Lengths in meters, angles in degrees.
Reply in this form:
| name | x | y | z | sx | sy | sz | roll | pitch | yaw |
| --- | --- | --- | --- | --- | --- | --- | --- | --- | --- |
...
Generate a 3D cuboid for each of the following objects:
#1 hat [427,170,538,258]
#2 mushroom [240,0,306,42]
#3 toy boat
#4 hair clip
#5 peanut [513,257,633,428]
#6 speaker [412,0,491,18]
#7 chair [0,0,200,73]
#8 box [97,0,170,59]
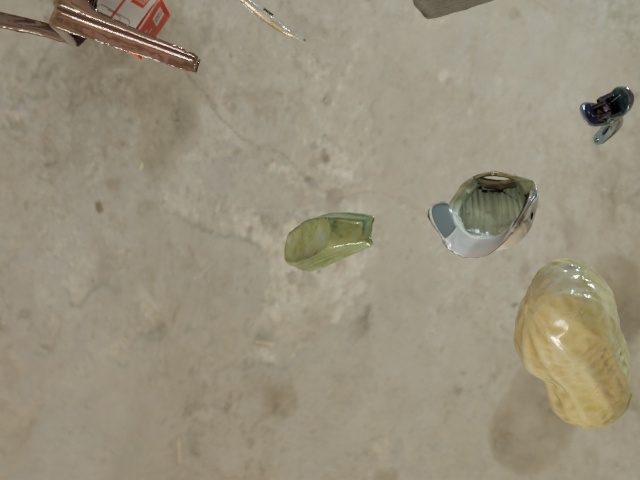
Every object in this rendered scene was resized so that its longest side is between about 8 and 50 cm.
| name | x | y | z | sx | sy | sz | roll | pitch | yaw |
| --- | --- | --- | --- | --- | --- | --- | --- | --- | --- |
| hat | 0.369 | -0.038 | 1.655 | 0.161 | 0.232 | 0.275 | 68 | 30 | -21 |
| mushroom | -0.163 | -0.555 | 1.770 | 0.306 | 0.043 | 0.068 | 34 | 24 | -24 |
| toy boat | 0.000 | 0.000 | 1.275 | 0.055 | 0.293 | 0.093 | 8 | 79 | -23 |
| hair clip | 0.497 | -0.202 | 1.314 | 0.083 | 0.275 | 0.048 | -28 | 76 | 17 |
| peanut | 0.362 | 0.158 | 1.081 | 0.152 | 0.152 | 0.313 | -51 | 131 | -22 |
| speaker | 0.227 | -0.379 | 0.834 | 0.388 | 0.180 | 0.184 | -13 | 96 | 11 |
| chair | -0.274 | -0.302 | 0.833 | 0.326 | 0.183 | 0.176 | 14 | 91 | -11 |
| box | -0.443 | -0.504 | 1.664 | 0.182 | 0.099 | 0.133 | 32 | 80 | 11 |
